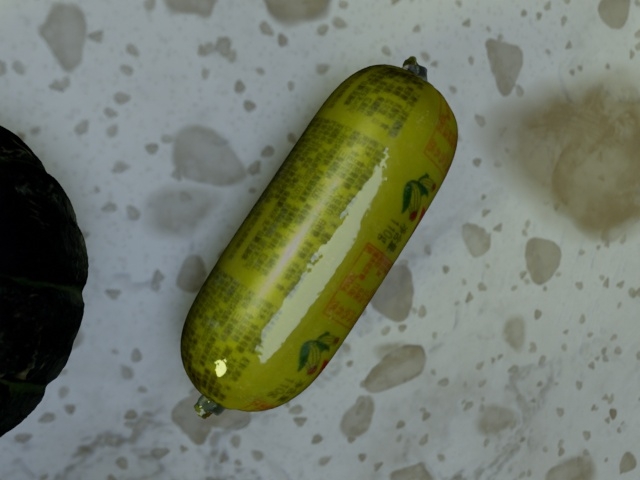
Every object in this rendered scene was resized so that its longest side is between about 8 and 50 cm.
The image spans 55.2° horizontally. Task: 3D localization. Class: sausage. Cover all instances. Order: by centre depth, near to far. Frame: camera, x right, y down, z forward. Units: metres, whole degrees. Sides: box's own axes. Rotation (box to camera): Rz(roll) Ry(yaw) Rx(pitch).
[{"bbox_3d":[0.000,0.000,0.504,0.123,0.123,0.347,34,86,-23],"label":"sausage"}]

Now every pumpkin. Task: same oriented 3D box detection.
[{"bbox_3d":[-0.269,0.020,0.360,0.250,0.216,0.249,1,77,-6],"label":"pumpkin"}]
